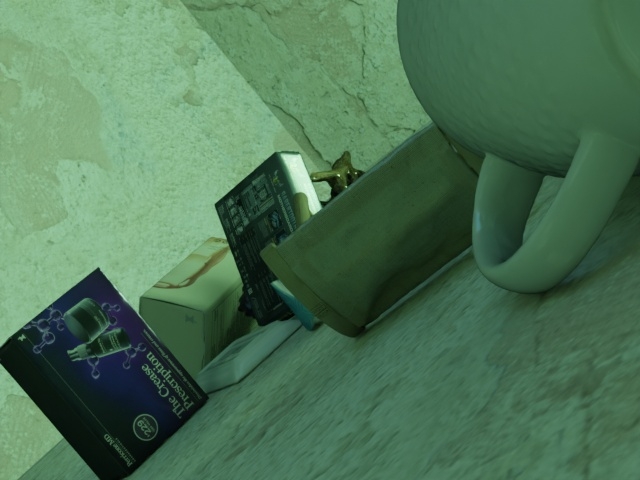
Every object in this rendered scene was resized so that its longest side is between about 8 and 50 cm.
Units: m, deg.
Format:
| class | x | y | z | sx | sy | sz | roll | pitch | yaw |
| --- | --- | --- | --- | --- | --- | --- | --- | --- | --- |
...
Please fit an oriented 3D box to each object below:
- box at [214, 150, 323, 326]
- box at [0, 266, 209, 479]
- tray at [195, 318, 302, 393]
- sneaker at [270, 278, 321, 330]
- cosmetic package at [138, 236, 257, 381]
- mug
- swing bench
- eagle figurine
| class | x | y | z | sx | sy | sz | roll | pitch | yaw |
| --- | --- | --- | --- | --- | --- | --- | --- | --- | --- |
| box | -0.066 | -0.002 | 1.937 | 0.059 | 0.232 | 0.183 | -5 | -24 | -44 |
| box | -0.324 | 0.202 | 1.778 | 0.184 | 0.261 | 0.103 | -43 | 5 | -34 |
| tray | -0.126 | 0.181 | 1.876 | 0.145 | 0.030 | 0.270 | -42 | 5 | -25 |
| sneaker | -0.010 | 0.064 | 1.715 | 0.092 | 0.087 | 0.228 | -37 | 6 | 4 |
| cosmetic package | -0.206 | 0.120 | 2.162 | 0.296 | 0.129 | 0.153 | -46 | -35 | -63 |
| mug | 0.210 | -0.137 | 0.930 | 0.328 | 0.276 | 0.374 | -144 | 74 | -79 |
| swing bench | 0.093 | -0.034 | 1.354 | 0.253 | 0.165 | 0.254 | -38 | 10 | 16 |
| eagle figurine | -0.007 | -0.006 | 2.092 | 0.226 | 0.225 | 0.298 | 5 | -62 | -33 |
